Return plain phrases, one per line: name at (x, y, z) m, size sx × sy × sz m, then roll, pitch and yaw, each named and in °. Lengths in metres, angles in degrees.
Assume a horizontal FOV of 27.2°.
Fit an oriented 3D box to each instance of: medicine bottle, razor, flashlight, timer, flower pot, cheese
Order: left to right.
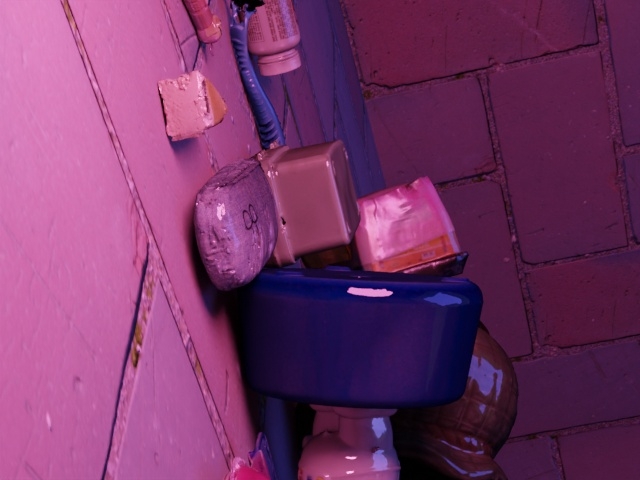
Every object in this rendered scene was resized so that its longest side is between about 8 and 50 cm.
flashlight at (-0.137, -0.266, 1.546) m, size 0.110 × 0.031 × 0.052 m, roll 68°, pitch 14°, yaw -54°
cheese at (-0.061, 0.261, 1.233) m, size 0.244 × 0.062 × 0.155 m, roll -81°, pitch 159°, yaw -72°
razor at (-0.088, -0.217, 1.812) m, size 0.082 × 0.042 × 0.253 m, roll 23°, pitch -45°, yaw 48°
medicine bottle at (-0.073, -0.311, 1.892) m, size 0.079 × 0.079 × 0.140 m, roll -79°, pitch 156°, yaw -70°
timer at (0.035, 0.224, 1.452) m, size 0.270 × 0.270 × 0.383 m, roll -2°, pitch 95°, yaw -82°
flower pot at (0.107, 0.228, 1.733) m, size 0.302 × 0.302 × 0.213 m, roll 64°, pitch 32°, yaw -62°

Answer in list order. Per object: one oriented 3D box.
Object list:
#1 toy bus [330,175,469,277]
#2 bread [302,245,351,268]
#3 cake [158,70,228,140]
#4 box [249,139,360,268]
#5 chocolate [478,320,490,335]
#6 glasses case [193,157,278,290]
toy bus at (0.110, 0.003, 2.177) m, size 0.386 × 0.171 × 0.162 m, roll 144°, pitch -68°, yaw -80°
bread at (-0.001, 0.000, 1.983) m, size 0.139 × 0.074 × 0.084 m, roll -26°, pitch 102°, yaw -83°
cake at (-0.127, -0.142, 1.370) m, size 0.121 × 0.052 × 0.065 m, roll -55°, pitch 131°, yaw -78°
box at (-0.026, -0.053, 1.673) m, size 0.210 × 0.129 × 0.148 m, roll -58°, pitch 135°, yaw -77°
chocolate at (0.150, 0.258, 2.089) m, size 0.210 × 0.225 × 0.340 m, roll 82°, pitch 22°, yaw -48°
glasses case at (-0.088, -0.022, 1.422) m, size 0.282 × 0.067 × 0.109 m, roll -57°, pitch 138°, yaw -77°
